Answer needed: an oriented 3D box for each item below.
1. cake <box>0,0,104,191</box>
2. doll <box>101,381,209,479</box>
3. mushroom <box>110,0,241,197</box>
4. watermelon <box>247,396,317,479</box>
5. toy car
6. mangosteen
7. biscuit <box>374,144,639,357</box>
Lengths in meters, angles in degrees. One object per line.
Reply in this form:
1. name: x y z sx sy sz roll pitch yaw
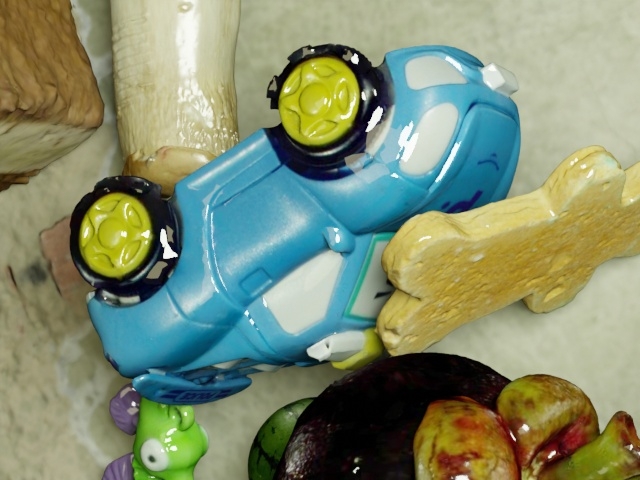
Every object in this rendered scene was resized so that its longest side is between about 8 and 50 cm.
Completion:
1. cake: -0.332 -0.133 1.182 0.290 0.282 0.256 -20 86 18
2. doll: -0.116 0.184 1.163 0.115 0.050 0.190 47 132 40
3. mushroom: -0.118 -0.194 1.183 0.122 0.095 0.351 -18 78 40
4. watermelon: -0.002 0.149 1.108 0.109 0.109 0.109 -1 87 24
5. toy car: 0.000 0.000 1.057 0.314 0.198 0.166 -31 72 19
6. mangosteen: 0.088 0.159 0.955 0.250 0.211 0.211 -25 77 37
7. biscuit: 0.138 -0.001 1.009 0.234 0.153 0.030 -21 61 -17
